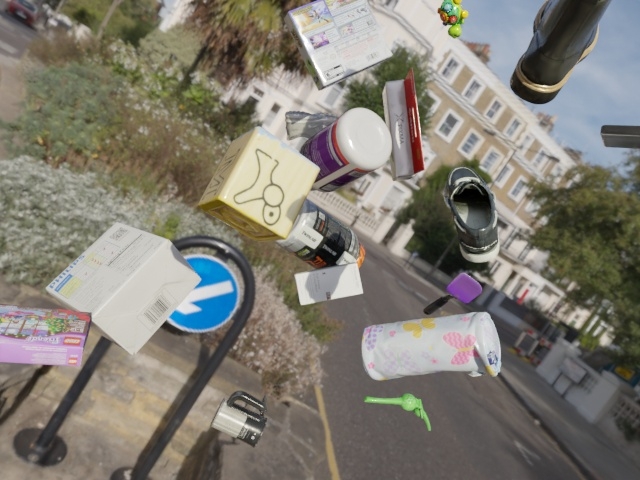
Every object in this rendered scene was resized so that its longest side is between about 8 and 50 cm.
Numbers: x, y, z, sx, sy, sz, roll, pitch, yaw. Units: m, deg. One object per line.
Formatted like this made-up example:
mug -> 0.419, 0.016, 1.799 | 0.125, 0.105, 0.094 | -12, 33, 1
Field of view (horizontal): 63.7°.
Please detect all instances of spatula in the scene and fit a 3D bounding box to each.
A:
spatula -> 0.391, 0.180, 1.581 | 0.084, 0.030, 0.296 | 36, -28, 1

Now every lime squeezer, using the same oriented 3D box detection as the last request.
lime squeezer -> 0.296, 0.563, 1.701 | 0.310, 0.110, 0.059 | 31, 21, -26

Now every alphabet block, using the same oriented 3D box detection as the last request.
alphabet block -> -0.150, -0.127, 1.240 | 0.192, 0.197, 0.193 | 32, -16, -22

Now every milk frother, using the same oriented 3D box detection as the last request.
milk frother -> -0.216, 0.478, 1.427 | 0.134, 0.129, 0.143 | 28, -10, -5

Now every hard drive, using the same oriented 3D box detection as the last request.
hard drive -> 0.639, -0.214, 1.070 | 0.094, 0.022, 0.135 | 10, 4, 32

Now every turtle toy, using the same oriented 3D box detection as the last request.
turtle toy -> 0.425, -0.722, 1.666 | 0.130, 0.066, 0.095 | 58, -6, -18

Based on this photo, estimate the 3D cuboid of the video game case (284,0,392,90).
video game case -> 0.058, -0.638, 1.619 | 0.244, 0.269, 0.061 | 64, -18, -8

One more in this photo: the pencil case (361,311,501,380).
pencil case -> 0.219, 0.216, 1.033 | 0.124, 0.273, 0.113 | 67, 31, -22

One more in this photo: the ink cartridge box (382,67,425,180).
ink cartridge box -> 0.247, -0.341, 1.571 | 0.066, 0.296, 0.261 | -7, 1, 2

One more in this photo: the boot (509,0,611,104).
boot -> 0.282, -0.255, 0.546 | 0.077, 0.198, 0.137 | 24, -27, 8

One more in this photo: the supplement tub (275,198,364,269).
supplement tub -> 0.000, 0.000, 1.974 | 0.338, 0.207, 0.207 | 33, 5, -31

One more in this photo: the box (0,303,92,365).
box -> -0.746, 0.233, 1.298 | 0.293, 0.057, 0.201 | 9, 16, -21

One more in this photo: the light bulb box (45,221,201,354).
light bulb box -> -0.693, 0.155, 1.820 | 0.361, 0.358, 0.225 | 15, -35, 40

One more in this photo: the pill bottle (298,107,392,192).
pill bottle -> 0.051, -0.254, 1.537 | 0.181, 0.181, 0.323 | 29, -26, -24

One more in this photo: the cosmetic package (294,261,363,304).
cosmetic package -> 0.028, 0.155, 1.866 | 0.231, 0.117, 0.085 | -12, 1, -4

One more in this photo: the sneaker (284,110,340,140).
sneaker -> -0.001, -0.410, 1.905 | 0.281, 0.115, 0.105 | 2, 23, -16

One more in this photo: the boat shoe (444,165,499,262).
boat shoe -> 0.335, -0.087, 1.136 | 0.302, 0.114, 0.091 | -92, 167, -49
